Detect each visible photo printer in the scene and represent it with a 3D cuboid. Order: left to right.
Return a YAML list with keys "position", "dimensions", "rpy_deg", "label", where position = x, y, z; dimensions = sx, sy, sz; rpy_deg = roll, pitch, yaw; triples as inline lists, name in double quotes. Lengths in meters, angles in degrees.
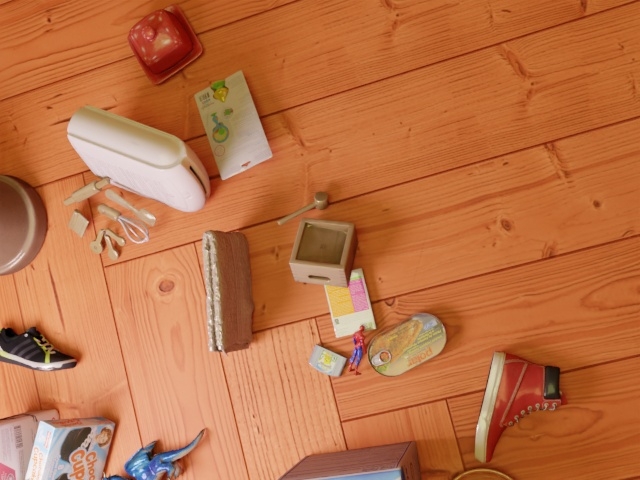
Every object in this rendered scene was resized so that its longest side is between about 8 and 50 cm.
- position: [-0.406, -0.180, 1.836]
  dimensions: [0.307, 0.256, 0.107]
  rpy_deg: [21, 72, 13]
  label: "photo printer"

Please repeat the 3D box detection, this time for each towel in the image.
- position: [-0.209, 0.117, 1.808]
  dimensions: [0.049, 0.187, 0.282]
  rpy_deg: [-6, 86, 16]
  label: "towel"

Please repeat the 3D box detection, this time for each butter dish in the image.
- position: [-0.397, -0.491, 1.917]
  dimensions: [0.160, 0.118, 0.160]
  rpy_deg: [-32, 80, 9]
  label: "butter dish"

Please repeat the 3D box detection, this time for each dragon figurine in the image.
- position: [-0.411, 0.536, 1.882]
  dimensions: [0.144, 0.085, 0.289]
  rpy_deg: [39, 97, 11]
  label: "dragon figurine"

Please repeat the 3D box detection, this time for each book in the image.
- position: [0.068, 0.144, 1.825]
  dimensions: [0.096, 0.035, 0.144]
  rpy_deg: [-13, 85, 8]
  label: "book"

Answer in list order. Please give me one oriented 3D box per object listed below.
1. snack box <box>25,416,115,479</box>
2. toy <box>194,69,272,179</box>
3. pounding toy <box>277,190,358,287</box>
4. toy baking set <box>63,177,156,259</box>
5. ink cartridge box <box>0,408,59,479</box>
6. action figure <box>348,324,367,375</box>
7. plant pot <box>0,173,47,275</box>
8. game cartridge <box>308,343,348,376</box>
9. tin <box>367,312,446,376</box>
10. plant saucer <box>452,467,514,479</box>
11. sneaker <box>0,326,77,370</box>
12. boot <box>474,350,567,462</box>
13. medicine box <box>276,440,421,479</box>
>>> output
- position: [-0.612, 0.585, 1.870]
  dimensions: [0.060, 0.187, 0.322]
  rpy_deg: [15, 91, 33]
  label: "snack box"
- position: [-0.204, -0.274, 1.895]
  dimensions: [0.137, 0.056, 0.237]
  rpy_deg: [-24, 77, 14]
  label: "toy"
- position: [-0.008, -0.006, 1.822]
  dimensions: [0.181, 0.094, 0.206]
  rpy_deg: [6, 58, 13]
  label: "pounding toy"
- position: [-0.513, -0.058, 1.923]
  dimensions: [0.256, 0.030, 0.196]
  rpy_deg: [-26, 105, 32]
  label: "toy baking set"
- position: [-0.728, 0.508, 1.877]
  dimensions: [0.100, 0.237, 0.172]
  rpy_deg: [-8, 85, 17]
  label: "ink cartridge box"
- position: [0.087, 0.249, 1.804]
  dimensions: [0.038, 0.030, 0.115]
  rpy_deg: [25, 113, 51]
  label: "action figure"
- position: [-0.847, -0.045, 1.937]
  dimensions: [0.263, 0.229, 0.263]
  rpy_deg: [-1, 86, 12]
  label: "plant pot"
- position: [0.016, 0.283, 1.837]
  dimensions: [0.083, 0.017, 0.056]
  rpy_deg: [22, 96, 13]
  label: "game cartridge"
- position: [0.198, 0.237, 1.789]
  dimensions: [0.190, 0.040, 0.106]
  rpy_deg: [-29, 77, 10]
  label: "tin"
- position: [0.362, 0.599, 1.732]
  dimensions: [0.200, 0.037, 0.200]
  rpy_deg: [-1, 86, 12]
  label: "plant saucer"
- position: [-0.717, 0.266, 1.965]
  dimensions: [0.235, 0.084, 0.097]
  rpy_deg: [9, 88, 13]
  label: "sneaker"
- position: [0.435, 0.379, 1.705]
  dimensions: [0.176, 0.088, 0.244]
  rpy_deg: [15, 87, 11]
  label: "boot"
- position: [0.072, 0.538, 1.670]
  dimensions: [0.263, 0.289, 0.149]
  rpy_deg: [-11, 85, 12]
  label: "medicine box"
